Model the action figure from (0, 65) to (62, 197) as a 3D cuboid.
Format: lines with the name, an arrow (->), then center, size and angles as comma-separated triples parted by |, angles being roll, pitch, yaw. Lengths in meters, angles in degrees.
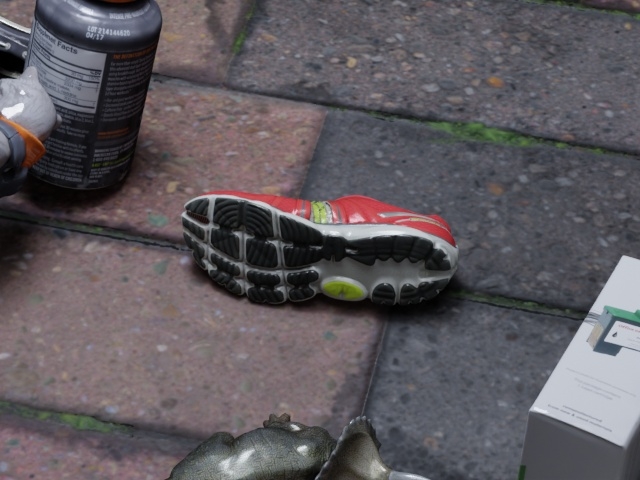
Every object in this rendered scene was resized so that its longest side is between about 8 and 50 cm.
action figure -> -0.395, -0.048, 1.811 | 0.330, 0.341, 0.178 | -38, 93, -9

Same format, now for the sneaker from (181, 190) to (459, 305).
sneaker -> 0.000, 0.000, 1.850 | 0.279, 0.107, 0.118 | 10, 27, 4

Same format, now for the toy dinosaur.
toy dinosaur -> -0.065, 0.201, 1.571 | 0.313, 0.160, 0.121 | -4, 78, -7

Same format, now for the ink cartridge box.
ink cartridge box -> 0.261, 0.145, 1.648 | 0.092, 0.160, 0.219 | 21, 47, 18

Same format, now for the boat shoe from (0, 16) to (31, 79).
boat shoe -> -0.369, -0.206, 2.042 | 0.206, 0.075, 0.065 | 14, 43, 6

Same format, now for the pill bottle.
pill bottle -> -0.235, -0.185, 1.888 | 0.130, 0.246, 0.130 | 12, 33, -8
